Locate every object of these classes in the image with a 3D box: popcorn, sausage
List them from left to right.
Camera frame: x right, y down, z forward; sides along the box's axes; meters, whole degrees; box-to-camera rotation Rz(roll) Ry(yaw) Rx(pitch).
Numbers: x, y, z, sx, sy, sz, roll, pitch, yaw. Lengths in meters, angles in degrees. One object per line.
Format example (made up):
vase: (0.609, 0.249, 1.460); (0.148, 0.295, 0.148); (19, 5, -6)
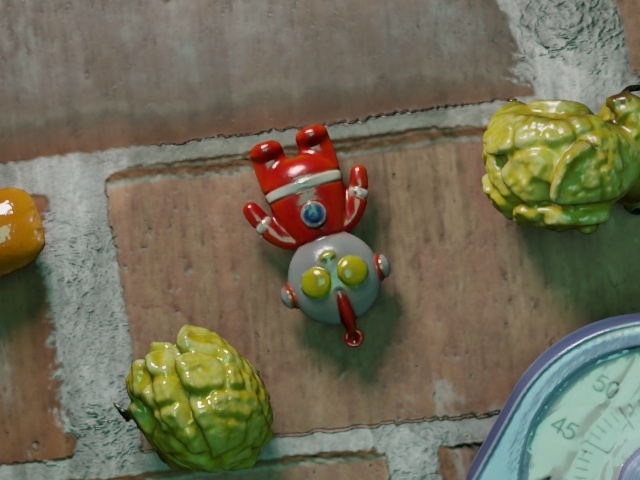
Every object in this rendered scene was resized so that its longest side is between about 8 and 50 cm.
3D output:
sausage: (-0.414, 0.019, 1.843); (0.238, 0.098, 0.098); (-22, 87, -2)
popcorn: (-0.137, 0.171, 1.803); (0.173, 0.173, 0.142); (36, 81, 2)
popcorn: (0.271, -0.084, 1.810); (0.195, 0.168, 0.173); (-21, 94, -36)

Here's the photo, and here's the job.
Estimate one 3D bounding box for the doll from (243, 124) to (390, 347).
doll: (0.000, 0.000, 1.845); (0.142, 0.076, 0.245); (-18, 83, 1)

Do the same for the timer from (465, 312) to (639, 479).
timer: (0.362, 0.240, 1.736); (0.395, 0.173, 0.395); (0, 91, 7)
